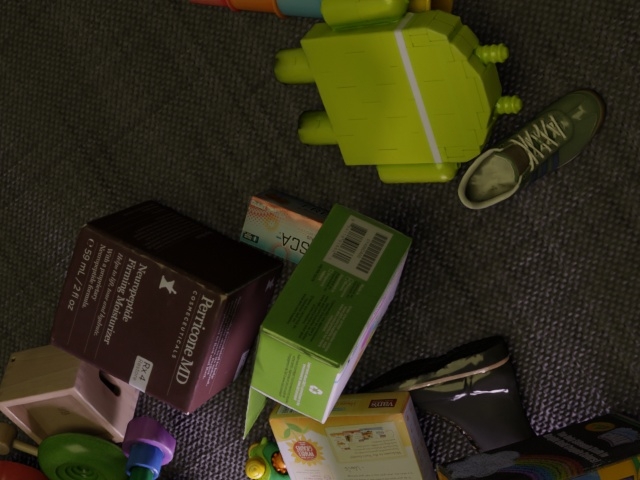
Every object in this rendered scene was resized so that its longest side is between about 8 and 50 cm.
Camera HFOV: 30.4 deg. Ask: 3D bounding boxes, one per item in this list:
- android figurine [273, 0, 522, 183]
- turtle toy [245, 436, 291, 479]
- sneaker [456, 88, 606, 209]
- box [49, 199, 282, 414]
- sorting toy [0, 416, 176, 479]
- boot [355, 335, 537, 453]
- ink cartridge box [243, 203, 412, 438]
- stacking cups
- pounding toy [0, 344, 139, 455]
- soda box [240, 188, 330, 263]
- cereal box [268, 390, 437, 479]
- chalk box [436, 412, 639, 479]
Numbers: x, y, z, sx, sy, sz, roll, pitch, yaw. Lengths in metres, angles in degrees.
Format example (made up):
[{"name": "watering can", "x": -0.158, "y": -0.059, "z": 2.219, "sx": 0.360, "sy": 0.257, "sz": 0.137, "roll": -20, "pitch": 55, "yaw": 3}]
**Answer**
[{"name": "android figurine", "x": 0.085, "y": -0.166, "z": 1.290, "sx": 0.272, "sy": 0.056, "sz": 0.248, "roll": -2, "pitch": 125, "yaw": 32}, {"name": "turtle toy", "x": -0.051, "y": 0.309, "z": 1.488, "sx": 0.066, "sy": 0.095, "sz": 0.130, "roll": -14, "pitch": 97, "yaw": 2}, {"name": "sneaker", "x": 0.227, "y": -0.092, "z": 1.289, "sx": 0.192, "sy": 0.086, "sz": 0.064, "roll": -38, "pitch": 86, "yaw": 23}, {"name": "box", "x": -0.188, "y": 0.075, "z": 1.442, "sx": 0.203, "sy": 0.167, "sz": 0.169, "roll": 25, "pitch": 109, "yaw": 15}, {"name": "sorting toy", "x": -0.336, "y": 0.340, "z": 1.535, "sx": 0.365, "sy": 0.126, "sz": 0.127, "roll": -24, "pitch": 129, "yaw": 32}, {"name": "boot", "x": 0.147, "y": 0.208, "z": 1.395, "sx": 0.197, "sy": 0.077, "sz": 0.137, "roll": -20, "pitch": 99, "yaw": 25}, {"name": "ink cartridge box", "x": 0.003, "y": 0.113, "z": 1.313, "sx": 0.097, "sy": 0.189, "sz": 0.255, "roll": 25, "pitch": 145, "yaw": 10}, {"name": "stacking cups", "x": -0.012, "y": -0.288, "z": 1.334, "sx": 0.316, "sy": 0.096, "sz": 0.096, "roll": 8, "pitch": 104, "yaw": 19}, {"name": "pounding toy", "x": -0.352, "y": 0.225, "z": 1.575, "sx": 0.206, "sy": 0.094, "sz": 0.181, "roll": -13, "pitch": 135, "yaw": 23}, {"name": "soda box", "x": 0.000, "y": 0.000, "z": 1.412, "sx": 0.183, "sy": 0.058, "sz": 0.063, "roll": 23, "pitch": 109, "yaw": 16}, {"name": "cereal box", "x": 0.053, "y": 0.292, "z": 1.422, "sx": 0.173, "sy": 0.047, "sz": 0.240, "roll": -6, "pitch": 119, "yaw": 23}, {"name": "chalk box", "x": 0.299, "y": 0.303, "z": 1.267, "sx": 0.288, "sy": 0.180, "sz": 0.179, "roll": -14, "pitch": 94, "yaw": -8}]
